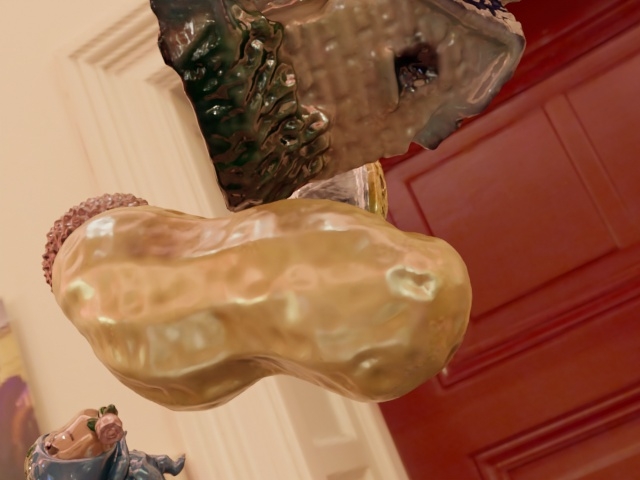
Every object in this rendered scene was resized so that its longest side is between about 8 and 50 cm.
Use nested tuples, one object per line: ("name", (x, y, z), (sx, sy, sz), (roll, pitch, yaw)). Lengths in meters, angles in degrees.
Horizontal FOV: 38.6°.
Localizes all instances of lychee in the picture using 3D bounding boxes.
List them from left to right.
("lychee", (-0.279, 0.021, 1.212), (0.188, 0.188, 0.188), (-20, -18, -7))

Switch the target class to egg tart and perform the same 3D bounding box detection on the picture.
("egg tart", (0.000, 0.000, 0.963), (0.094, 0.234, 0.234), (6, -28, -18))

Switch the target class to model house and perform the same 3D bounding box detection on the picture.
("model house", (0.012, -0.217, 0.692), (0.284, 0.243, 0.298), (-17, -57, -2))

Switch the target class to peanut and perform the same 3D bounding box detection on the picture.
("peanut", (-0.044, 0.038, 0.523), (0.275, 0.125, 0.111), (-1, -22, 33))

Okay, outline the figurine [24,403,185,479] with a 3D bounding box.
("figurine", (-0.236, 0.241, 1.027), (0.178, 0.114, 0.144), (14, -71, -17))
